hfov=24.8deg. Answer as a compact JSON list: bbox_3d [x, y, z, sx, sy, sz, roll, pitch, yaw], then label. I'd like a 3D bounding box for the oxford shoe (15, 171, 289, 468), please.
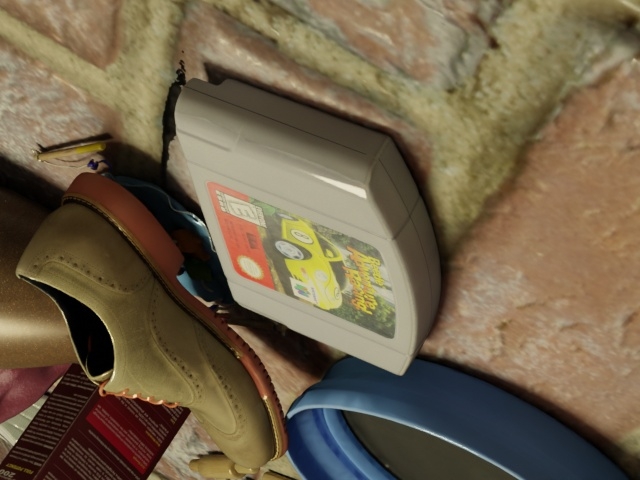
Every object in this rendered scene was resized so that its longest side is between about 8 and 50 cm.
[{"bbox_3d":[-0.155,0.105,1.328,0.123,0.130,0.348,2,135,50],"label":"oxford shoe"}]

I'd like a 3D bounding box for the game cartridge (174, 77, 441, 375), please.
[{"bbox_3d":[0.000,0.000,1.162,0.196,0.060,0.294,18,151,21],"label":"game cartridge"}]

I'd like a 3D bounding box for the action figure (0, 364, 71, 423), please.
[{"bbox_3d":[-0.434,0.181,1.609,0.275,0.370,0.248,28,146,26],"label":"action figure"}]

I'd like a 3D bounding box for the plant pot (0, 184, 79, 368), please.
[{"bbox_3d":[-0.315,0.042,1.449,0.230,0.215,0.215,12,149,17],"label":"plant pot"}]

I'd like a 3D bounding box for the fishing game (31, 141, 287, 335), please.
[{"bbox_3d":[-0.149,0.007,1.359,0.189,0.041,0.264,3,141,51],"label":"fishing game"}]

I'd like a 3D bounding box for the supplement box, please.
[{"bbox_3d":[-0.239,0.211,1.585,0.073,0.239,0.130,6,143,43],"label":"supplement box"}]

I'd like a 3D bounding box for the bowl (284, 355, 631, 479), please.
[{"bbox_3d":[0.146,0.245,1.393,0.391,0.077,0.391,26,154,14],"label":"bowl"}]

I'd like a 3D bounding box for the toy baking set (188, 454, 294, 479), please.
[{"bbox_3d":[-0.078,0.335,1.862,0.197,0.030,0.256,45,152,-24],"label":"toy baking set"}]

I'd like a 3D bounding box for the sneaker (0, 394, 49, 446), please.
[{"bbox_3d":[-0.412,0.248,2.048,0.258,0.094,0.091,36,173,5],"label":"sneaker"}]
